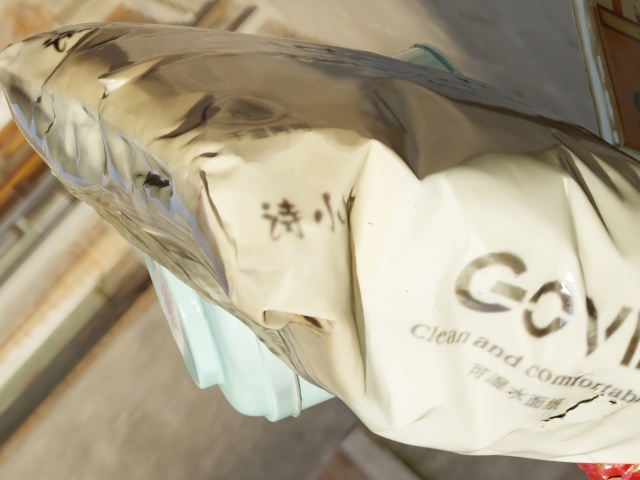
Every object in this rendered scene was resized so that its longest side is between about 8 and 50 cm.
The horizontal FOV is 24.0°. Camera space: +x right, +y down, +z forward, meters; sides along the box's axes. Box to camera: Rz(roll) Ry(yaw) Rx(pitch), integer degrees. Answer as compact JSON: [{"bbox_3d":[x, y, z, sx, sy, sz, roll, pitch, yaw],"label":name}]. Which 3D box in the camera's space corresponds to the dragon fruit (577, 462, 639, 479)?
[{"bbox_3d":[0.257,0.168,1.322,0.094,0.094,0.190,42,176,5],"label":"dragon fruit"}]

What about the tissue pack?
[{"bbox_3d":[0.028,-0.005,0.840,0.375,0.195,0.390,15,-170,-31],"label":"tissue pack"}]

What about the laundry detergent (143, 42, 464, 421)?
[{"bbox_3d":[0.000,0.000,1.388,0.287,0.305,0.287,160,90,-79],"label":"laundry detergent"}]

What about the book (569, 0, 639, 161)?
[{"bbox_3d":[0.253,-0.179,1.152,0.208,0.020,0.295,14,-120,-43],"label":"book"}]
